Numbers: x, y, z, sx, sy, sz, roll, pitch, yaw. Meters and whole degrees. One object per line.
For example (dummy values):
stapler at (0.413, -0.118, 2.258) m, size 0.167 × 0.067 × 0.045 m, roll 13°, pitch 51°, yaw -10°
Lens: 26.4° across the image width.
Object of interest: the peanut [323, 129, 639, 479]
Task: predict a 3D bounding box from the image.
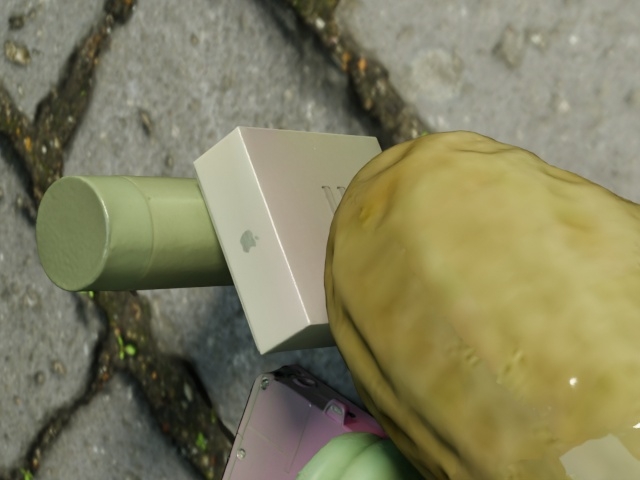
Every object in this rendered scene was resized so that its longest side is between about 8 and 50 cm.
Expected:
peanut at (0.143, 0.081, 0.675) m, size 0.387 × 0.192 × 0.170 m, roll 48°, pitch 138°, yaw 39°

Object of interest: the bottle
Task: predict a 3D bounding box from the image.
bottle at (-0.081, -0.005, 0.870) m, size 0.072 × 0.201 × 0.072 m, roll 1°, pitch 91°, yaw 41°

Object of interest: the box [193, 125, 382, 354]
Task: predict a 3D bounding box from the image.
box at (0.000, 0.000, 0.847) m, size 0.051 × 0.130 × 0.129 m, roll -35°, pitch 68°, yaw 37°

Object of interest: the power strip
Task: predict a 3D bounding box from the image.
power strip at (-0.034, 0.222, 0.939) m, size 0.109 × 0.037 × 0.279 m, roll 30°, pitch 110°, yaw 38°

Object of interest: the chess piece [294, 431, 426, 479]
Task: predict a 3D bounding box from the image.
chess piece at (0.118, 0.224, 0.751) m, size 0.298 × 0.175 × 0.176 m, roll 17°, pitch 101°, yaw 27°
